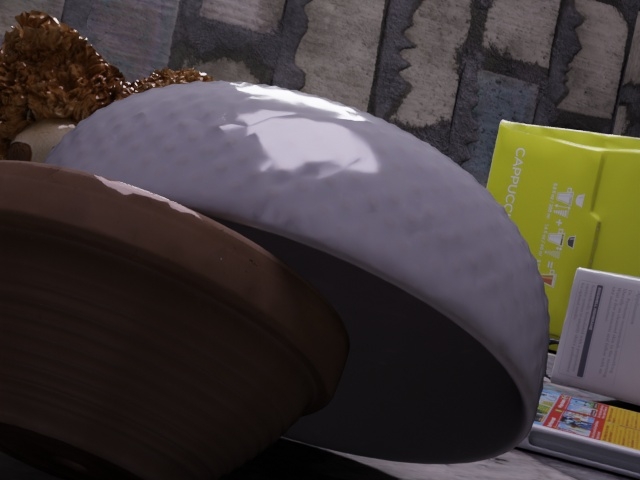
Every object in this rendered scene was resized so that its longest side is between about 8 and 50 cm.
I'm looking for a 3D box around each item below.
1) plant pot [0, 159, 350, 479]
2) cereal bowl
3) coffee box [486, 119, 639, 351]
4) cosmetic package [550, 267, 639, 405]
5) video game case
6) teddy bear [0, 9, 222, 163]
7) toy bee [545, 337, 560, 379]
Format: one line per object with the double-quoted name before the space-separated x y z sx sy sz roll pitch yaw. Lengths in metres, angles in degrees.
"plant pot" -0.112 0.067 0.559 0.237 0.110 0.237 17 -26 8
"cereal bowl" -0.015 0.012 0.667 0.339 0.141 0.339 17 -25 8
"coffee box" 0.470 0.013 1.684 0.338 0.338 0.334 14 5 39
"cosmetic package" 0.417 0.126 1.160 0.224 0.138 0.224 13 -1 44
"video game case" 0.269 0.179 0.969 0.285 0.025 0.204 12 4 17
"teddy bear" -0.115 -0.041 0.837 0.338 0.113 0.245 35 -25 -29
"toy bee" 0.165 0.077 1.224 0.298 0.195 0.162 23 32 19
